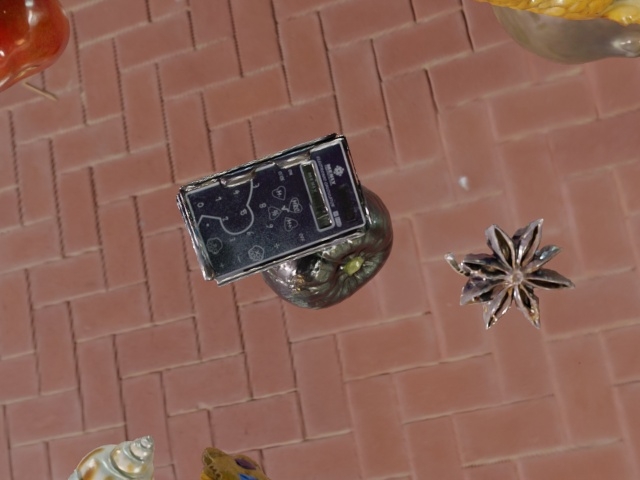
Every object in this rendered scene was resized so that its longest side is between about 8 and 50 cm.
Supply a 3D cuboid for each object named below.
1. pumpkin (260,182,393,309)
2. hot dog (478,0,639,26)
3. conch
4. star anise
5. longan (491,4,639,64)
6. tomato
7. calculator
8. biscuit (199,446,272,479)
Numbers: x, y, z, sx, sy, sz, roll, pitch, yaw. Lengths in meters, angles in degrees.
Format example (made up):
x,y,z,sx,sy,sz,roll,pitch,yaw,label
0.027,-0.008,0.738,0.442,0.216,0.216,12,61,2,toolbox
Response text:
x,y,z,sx,sy,sz,roll,pitch,yaw,label
0.000,0.000,1.815,0.315,0.315,0.238,-49,63,5,pumpkin
0.087,-0.173,0.337,0.153,0.257,0.150,61,140,44,hot dog
-0.365,0.450,1.444,0.149,0.183,0.274,14,102,9,conch
0.328,0.054,1.486,0.262,0.081,0.230,14,115,-16,star anise
0.404,-0.403,1.197,0.350,0.288,0.288,7,84,39,longan
-0.443,-0.282,1.134,0.195,0.195,0.136,-29,104,11,tomato
-0.067,-0.046,1.255,0.274,0.028,0.165,-20,99,-11,calculator
-0.127,0.446,1.474,0.039,0.180,0.236,-60,34,9,biscuit
